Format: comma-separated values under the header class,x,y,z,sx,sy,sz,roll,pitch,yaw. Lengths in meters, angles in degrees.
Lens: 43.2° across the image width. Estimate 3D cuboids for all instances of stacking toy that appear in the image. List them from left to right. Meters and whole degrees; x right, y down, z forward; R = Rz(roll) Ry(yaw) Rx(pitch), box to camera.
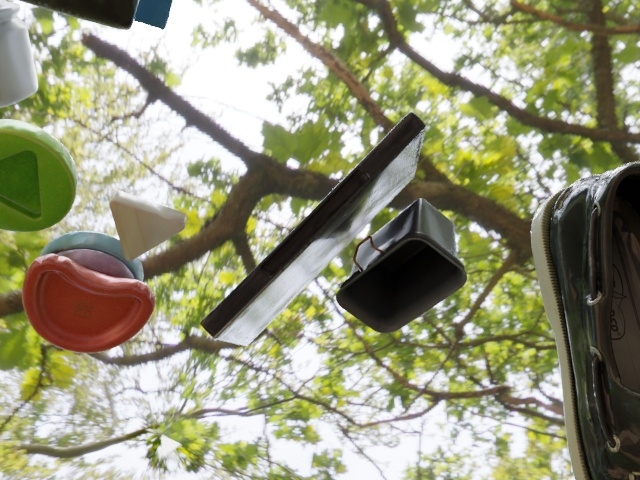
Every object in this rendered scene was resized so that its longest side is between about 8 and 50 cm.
class,x,y,z,sx,sy,sz,roll,pitch,yaw
stacking toy,-0.319,-0.024,0.948,0.309,0.279,0.130,28,-148,-24

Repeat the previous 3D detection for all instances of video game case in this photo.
class,x,y,z,sx,sy,sz,roll,pitch,yaw
video game case,0.000,0.000,0.825,0.026,0.196,0.274,43,-95,9

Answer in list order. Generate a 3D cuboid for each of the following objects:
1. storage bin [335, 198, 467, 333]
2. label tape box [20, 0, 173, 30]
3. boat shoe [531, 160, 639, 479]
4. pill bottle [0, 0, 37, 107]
class,x,y,z,sx,sy,sz,roll,pitch,yaw
storage bin,0.084,0.019,0.873,0.098,0.135,0.091,36,-143,-19
label tape box,-0.131,-0.238,0.378,0.106,0.334,0.240,26,-75,32
boat shoe,0.244,0.101,0.549,0.127,0.113,0.340,-2,-111,-15
pill bottle,-0.299,-0.256,0.490,0.204,0.204,0.361,-11,-69,-13
